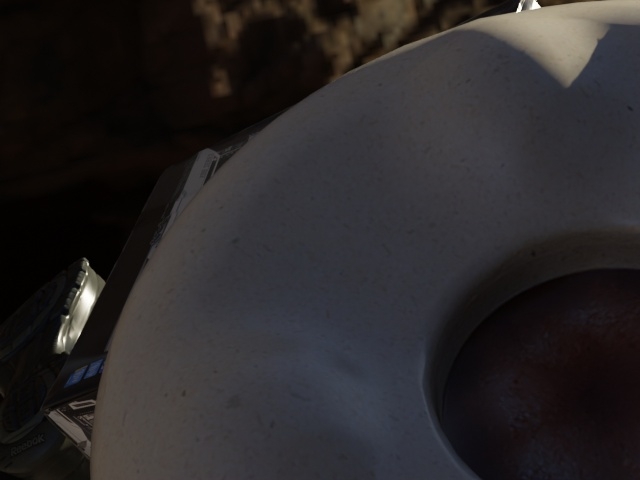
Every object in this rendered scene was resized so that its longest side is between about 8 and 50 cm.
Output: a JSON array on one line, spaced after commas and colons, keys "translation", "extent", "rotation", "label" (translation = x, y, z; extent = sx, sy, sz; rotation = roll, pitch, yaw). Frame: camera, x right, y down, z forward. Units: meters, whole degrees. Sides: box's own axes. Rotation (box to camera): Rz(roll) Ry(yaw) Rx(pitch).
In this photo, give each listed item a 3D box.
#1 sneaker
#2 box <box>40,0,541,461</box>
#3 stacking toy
[{"translation": [-0.174, 0.117, 1.407], "extent": [0.109, 0.130, 0.286], "rotation": [-39, 24, 14], "label": "sneaker"}, {"translation": [0.000, 0.000, 1.167], "extent": [0.307, 0.076, 0.242], "rotation": [-23, 29, 34], "label": "box"}, {"translation": [0.131, 0.176, 0.778], "extent": [0.351, 0.480, 0.350], "rotation": [-7, 48, 8], "label": "stacking toy"}]
